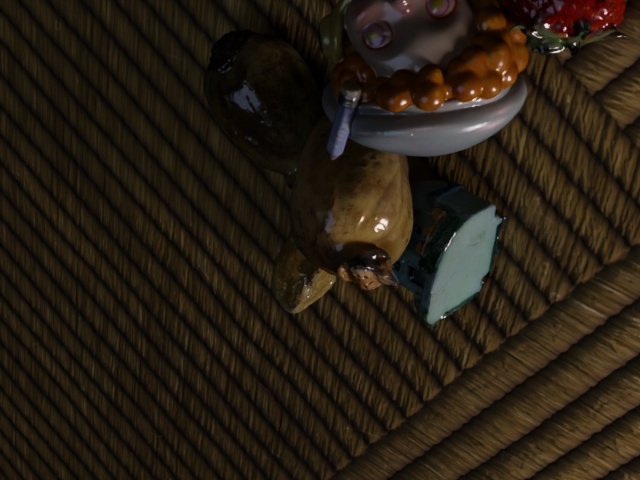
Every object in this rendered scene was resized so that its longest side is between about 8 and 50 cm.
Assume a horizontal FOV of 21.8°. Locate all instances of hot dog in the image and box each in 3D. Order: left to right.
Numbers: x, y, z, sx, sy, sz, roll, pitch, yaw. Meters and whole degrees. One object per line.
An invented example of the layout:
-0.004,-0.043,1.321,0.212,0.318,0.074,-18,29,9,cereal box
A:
0.000,0.000,2.083,0.073,0.084,0.242,43,140,10,hot dog

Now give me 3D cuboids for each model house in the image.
0.120,-0.005,1.951,0.149,0.119,0.148,34,137,33,model house

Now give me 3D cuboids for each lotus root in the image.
-0.061,-0.154,1.998,0.138,0.138,0.214,-9,112,47,lotus root
0.035,-0.050,1.894,0.140,0.256,0.154,-4,142,11,lotus root

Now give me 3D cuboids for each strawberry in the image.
0.242,-0.261,1.654,0.131,0.148,0.131,9,161,3,strawberry

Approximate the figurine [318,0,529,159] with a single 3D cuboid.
0.092,-0.275,1.763,0.205,0.225,0.381,54,-153,-86,figurine
